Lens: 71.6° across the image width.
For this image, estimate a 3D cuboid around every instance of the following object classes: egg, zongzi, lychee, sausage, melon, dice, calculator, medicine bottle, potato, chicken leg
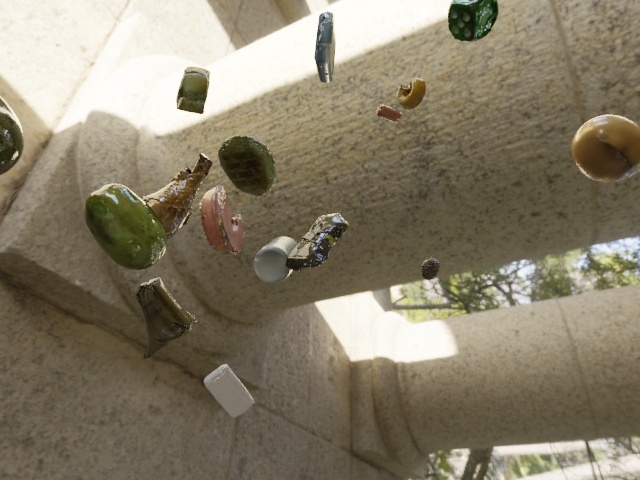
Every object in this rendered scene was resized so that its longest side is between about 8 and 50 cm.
[{"bbox_3d":[0.321,-0.105,0.498,0.083,0.071,0.071,37,40,-29],"label":"egg"},{"bbox_3d":[-0.655,0.303,1.709,0.260,0.289,0.123,54,22,-12],"label":"zongzi"},{"bbox_3d":[0.374,0.094,1.515,0.067,0.068,0.083,25,69,-46],"label":"lychee"},{"bbox_3d":[0.194,-0.357,1.252,0.083,0.034,0.034,8,65,-35],"label":"sausage"},{"bbox_3d":[-0.908,-0.288,1.134,0.302,0.237,0.237,121,-37,-69],"label":"melon"},{"bbox_3d":[0.504,-0.751,1.478,0.120,0.128,0.131,38,-20,42],"label":"dice"},{"bbox_3d":[0.014,-0.470,1.092,0.210,0.039,0.121,-25,123,-86],"label":"calculator"},{"bbox_3d":[-0.120,0.044,1.403,0.352,0.110,0.110,-59,132,-80],"label":"medicine bottle"},{"bbox_3d":[-0.655,-0.042,1.499,0.304,0.216,0.216,46,28,-7],"label":"potato"},{"bbox_3d":[-0.574,-0.169,1.804,0.409,0.182,0.295,-60,174,-17],"label":"chicken leg"}]

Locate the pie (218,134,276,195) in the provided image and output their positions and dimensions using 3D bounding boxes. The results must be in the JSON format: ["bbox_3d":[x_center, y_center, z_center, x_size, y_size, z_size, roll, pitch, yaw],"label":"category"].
[{"bbox_3d":[-0.326,-0.336,1.997,0.071,0.306,0.306,-53,125,-49],"label":"pie"}]

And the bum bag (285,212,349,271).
[{"bbox_3d":[0.000,0.000,1.208,0.232,0.106,0.060,-54,142,-35],"label":"bum bag"}]

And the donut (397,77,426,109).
[{"bbox_3d":[0.297,-0.487,1.472,0.043,0.108,0.097,10,69,-33],"label":"donut"}]

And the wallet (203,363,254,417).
[{"bbox_3d":[-0.294,0.491,1.438,0.190,0.095,0.033,63,-14,-24],"label":"wallet"}]

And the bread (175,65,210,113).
[{"bbox_3d":[-0.523,-0.617,1.826,0.257,0.124,0.186,-120,-136,-63],"label":"bread"}]

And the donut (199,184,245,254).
[{"bbox_3d":[-0.323,-0.050,1.456,0.233,0.085,0.199,70,12,-49],"label":"donut"}]
